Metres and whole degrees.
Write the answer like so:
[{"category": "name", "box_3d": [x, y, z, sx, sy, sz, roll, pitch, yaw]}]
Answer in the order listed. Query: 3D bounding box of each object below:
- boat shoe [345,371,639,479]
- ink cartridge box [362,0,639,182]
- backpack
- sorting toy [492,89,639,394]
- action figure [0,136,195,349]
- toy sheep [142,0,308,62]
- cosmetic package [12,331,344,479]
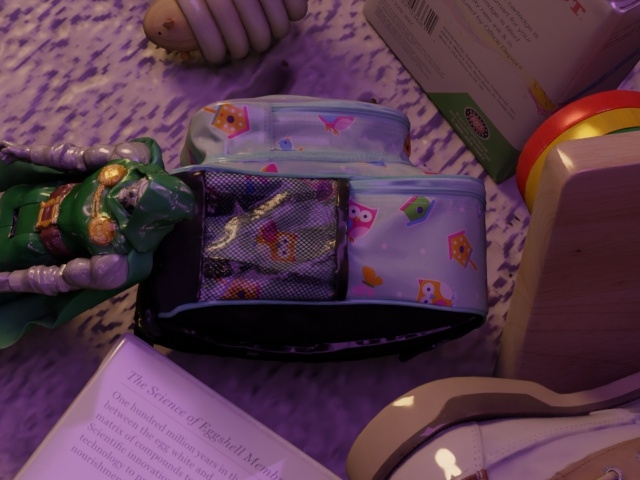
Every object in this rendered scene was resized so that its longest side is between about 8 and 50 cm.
[{"category": "boat shoe", "box_3d": [0.155, 0.131, 0.695, 0.302, 0.113, 0.103, -1, 42, -36]}, {"category": "ink cartridge box", "box_3d": [0.123, -0.155, 0.826, 0.093, 0.212, 0.154, -31, 76, -20]}, {"category": "backpack", "box_3d": [0.000, 0.000, 0.768, 0.188, 0.166, 0.144, 9, 77, -9]}, {"category": "sorting toy", "box_3d": [0.214, 0.013, 0.763, 0.257, 0.255, 0.089, -7, 46, -13]}, {"category": "action figure", "box_3d": [-0.143, -0.006, 0.718, 0.063, 0.232, 0.137, 19, 68, -41]}, {"category": "toy sheep", "box_3d": [-0.051, -0.159, 0.868, 0.132, 0.091, 0.091, -30, 75, -1]}, {"category": "cosmetic package", "box_3d": [-0.074, 0.209, 0.686, 0.224, 0.138, 0.224, 35, 68, 4]}]
